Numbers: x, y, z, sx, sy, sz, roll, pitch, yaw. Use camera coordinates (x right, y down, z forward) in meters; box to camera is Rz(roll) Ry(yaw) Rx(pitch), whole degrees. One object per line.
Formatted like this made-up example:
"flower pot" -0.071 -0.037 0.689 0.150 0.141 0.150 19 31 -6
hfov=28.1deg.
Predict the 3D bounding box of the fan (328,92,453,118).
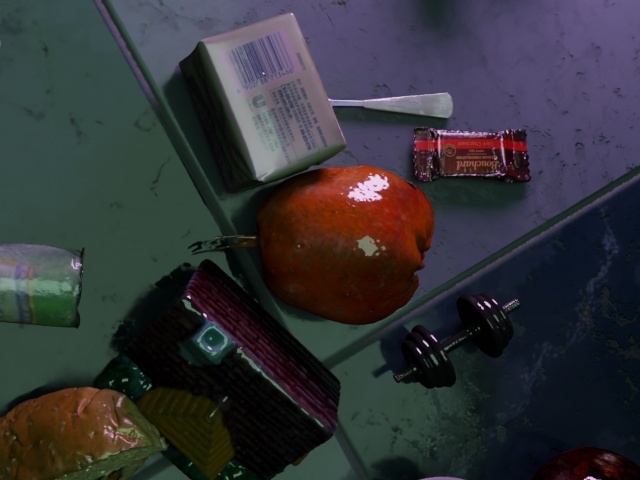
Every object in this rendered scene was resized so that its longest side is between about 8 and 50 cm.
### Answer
"fan" 0.094 -0.192 1.797 0.193 0.016 0.038 0 85 -16

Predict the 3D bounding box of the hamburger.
"hamburger" -0.304 0.245 1.565 0.135 0.207 0.155 11 55 -54

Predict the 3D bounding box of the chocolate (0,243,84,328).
"chocolate" -0.444 0.053 1.605 0.291 0.110 0.110 3 87 -12

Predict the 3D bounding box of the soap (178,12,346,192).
"soap" -0.079 -0.174 1.665 0.138 0.182 0.199 -23 93 -16

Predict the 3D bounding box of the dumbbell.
"dumbbell" 0.189 0.138 1.763 0.208 0.099 0.099 -31 95 -14

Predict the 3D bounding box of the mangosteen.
"mangosteen" 0.342 0.406 1.755 0.261 0.235 0.236 -12 91 27

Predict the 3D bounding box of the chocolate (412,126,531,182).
"chocolate" 0.215 -0.120 1.819 0.182 0.028 0.086 -3 81 -16

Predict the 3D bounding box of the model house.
"model house" -0.111 0.193 1.606 0.280 0.249 0.230 42 79 -9

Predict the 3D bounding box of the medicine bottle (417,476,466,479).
"medicine bottle" 0.164 0.492 1.665 0.245 0.245 0.306 -29 103 -14

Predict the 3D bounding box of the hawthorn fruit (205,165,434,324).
"hawthorn fruit" 0.000 0.000 1.672 0.299 0.211 0.211 4 86 -5
